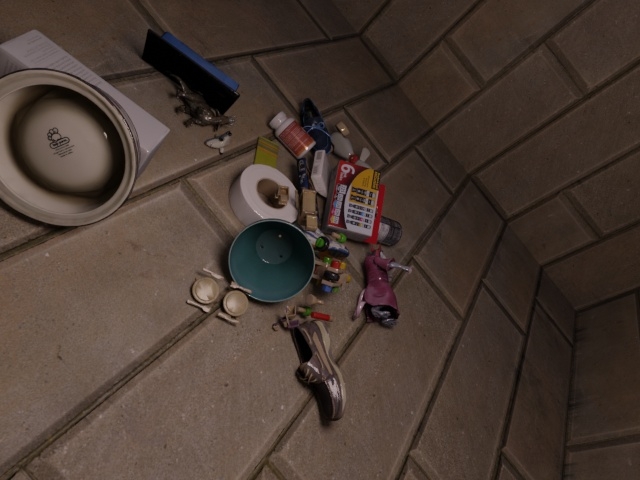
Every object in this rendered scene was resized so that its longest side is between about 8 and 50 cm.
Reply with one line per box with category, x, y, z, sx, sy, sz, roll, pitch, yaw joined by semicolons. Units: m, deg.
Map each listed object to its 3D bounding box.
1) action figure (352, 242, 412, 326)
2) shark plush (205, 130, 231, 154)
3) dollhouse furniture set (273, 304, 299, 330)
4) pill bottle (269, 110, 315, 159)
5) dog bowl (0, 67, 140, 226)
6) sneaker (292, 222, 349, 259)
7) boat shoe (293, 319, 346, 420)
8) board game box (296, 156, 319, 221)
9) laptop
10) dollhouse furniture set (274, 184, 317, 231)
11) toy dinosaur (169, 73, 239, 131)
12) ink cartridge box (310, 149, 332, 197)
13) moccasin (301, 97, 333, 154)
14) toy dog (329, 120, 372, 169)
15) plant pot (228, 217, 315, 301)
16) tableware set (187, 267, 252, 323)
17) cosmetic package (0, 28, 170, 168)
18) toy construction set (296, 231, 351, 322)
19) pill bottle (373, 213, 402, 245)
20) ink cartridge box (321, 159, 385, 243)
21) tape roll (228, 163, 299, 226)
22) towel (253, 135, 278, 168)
action figure;0.239;0.184;1.943;0.276;0.248;0.370;0;60;-13
shark plush;-0.409;-0.427;1.833;0.067;0.073;0.161;18;49;6
dollhouse furniture set;-0.130;0.251;1.594;0.114;0.091;0.081;-98;176;-65
pill bottle;-0.134;-0.494;2.084;0.216;0.121;0.121;46;41;-9
dog bowl;-0.686;-0.251;1.206;0.408;0.408;0.150;37;15;-18
sneaker;0.000;0.000;1.866;0.296;0.112;0.131;17;51;-36
boat shoe;-0.020;0.446;1.534;0.130;0.132;0.355;3;51;-31
board game box;-0.054;-0.220;1.952;0.165;0.042;0.243;64;16;-56
laptop;-0.496;-0.736;1.832;0.382;0.408;0.236;32;76;-22
dollhouse furniture set;-0.103;-0.105;1.732;0.161;0.101;0.182;8;55;-13
toy dinosaur;-0.499;-0.537;1.802;0.313;0.121;0.160;40;21;5
ink cartridge box;0.016;-0.280;2.083;0.224;0.056;0.181;71;20;-48
moccasin;-0.042;-0.566;2.207;0.117;0.138;0.342;70;-3;-59
toy dog;0.139;-0.436;2.277;0.161;0.220;0.333;25;46;-74
plant pot;-0.169;0.046;1.583;0.290;0.290;0.195;41;9;-13
tableware set;-0.333;0.189;1.470;0.194;0.039;0.128;28;62;-18
cosmetic package;-0.728;-0.377;1.354;0.453;0.230;0.161;38;39;-18
toy construction set;0.030;0.163;1.713;0.237;0.257;0.309;24;59;-47
pill bottle;0.268;-0.062;2.147;0.246;0.130;0.130;17;52;-35
ink cartridge box;0.169;-0.165;1.986;0.272;0.130;0.309;13;75;-12
tape roll;-0.219;-0.162;1.785;0.286;0.100;0.286;25;47;-30
towel;-0.244;-0.359;1.966;0.102;0.021;0.237;22;50;-24
